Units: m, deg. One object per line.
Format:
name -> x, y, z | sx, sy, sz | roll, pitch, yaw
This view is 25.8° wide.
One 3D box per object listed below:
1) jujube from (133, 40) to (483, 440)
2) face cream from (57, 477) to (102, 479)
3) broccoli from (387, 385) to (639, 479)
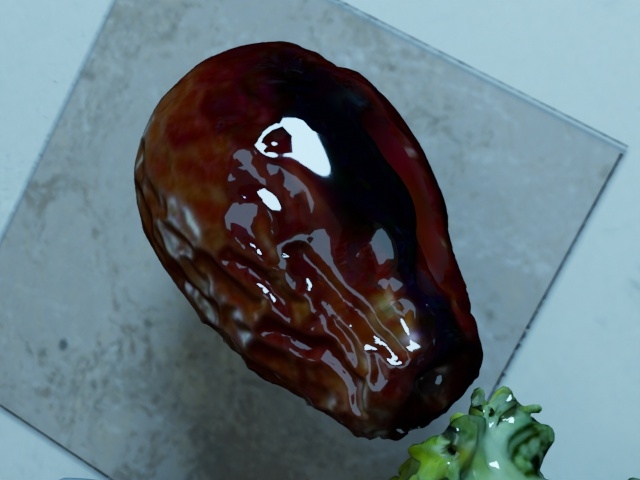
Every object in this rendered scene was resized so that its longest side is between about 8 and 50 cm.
jujube -> 0.000, 0.000, 0.745 | 0.168, 0.168, 0.236 | -45, 57, 13
face cream -> -0.136, 0.200, 0.830 | 0.104, 0.117, 0.117 | -2, 89, 10
broccoli -> 0.114, 0.201, 0.750 | 0.242, 0.273, 0.180 | 54, 150, 3
